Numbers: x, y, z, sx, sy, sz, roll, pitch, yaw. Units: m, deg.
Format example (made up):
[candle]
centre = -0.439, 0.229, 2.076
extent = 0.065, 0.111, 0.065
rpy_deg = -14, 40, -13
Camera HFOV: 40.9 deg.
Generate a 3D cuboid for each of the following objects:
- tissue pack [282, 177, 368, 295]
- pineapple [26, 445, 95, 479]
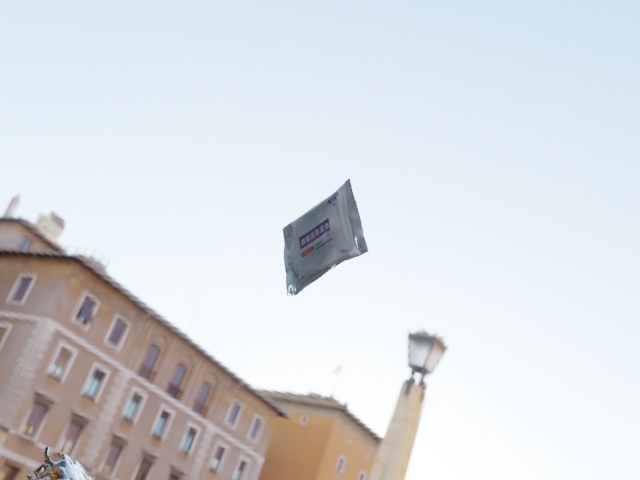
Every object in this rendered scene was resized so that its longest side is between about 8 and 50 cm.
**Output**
[tissue pack]
centre = 0.000, 0.000, 1.338
extent = 0.026, 0.122, 0.193
rpy_deg = 7, -28, -39
[pineapple]
centre = -0.268, 0.316, 0.851
extent = 0.176, 0.137, 0.161
rpy_deg = 52, -12, 14
